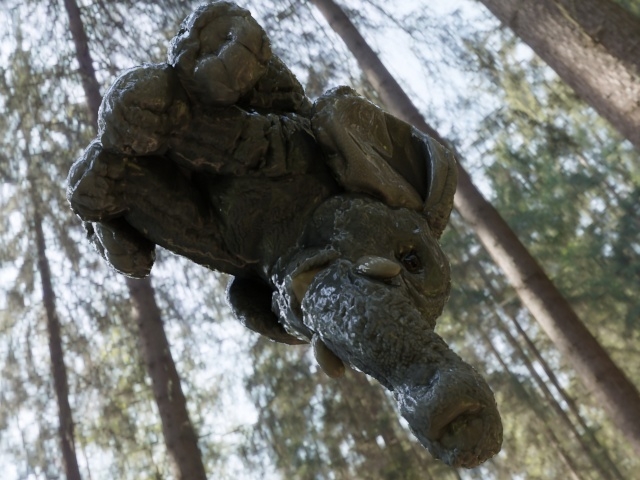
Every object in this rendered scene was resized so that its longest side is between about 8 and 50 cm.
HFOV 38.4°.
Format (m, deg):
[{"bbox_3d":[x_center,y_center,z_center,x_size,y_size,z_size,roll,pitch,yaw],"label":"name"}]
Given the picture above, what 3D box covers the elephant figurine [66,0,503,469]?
[{"bbox_3d":[0.000,0.000,0.493,0.186,0.239,0.169,-55,-5,-28],"label":"elephant figurine"}]
